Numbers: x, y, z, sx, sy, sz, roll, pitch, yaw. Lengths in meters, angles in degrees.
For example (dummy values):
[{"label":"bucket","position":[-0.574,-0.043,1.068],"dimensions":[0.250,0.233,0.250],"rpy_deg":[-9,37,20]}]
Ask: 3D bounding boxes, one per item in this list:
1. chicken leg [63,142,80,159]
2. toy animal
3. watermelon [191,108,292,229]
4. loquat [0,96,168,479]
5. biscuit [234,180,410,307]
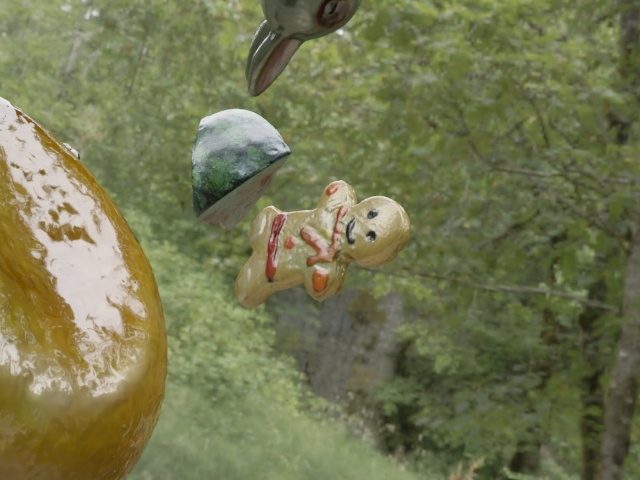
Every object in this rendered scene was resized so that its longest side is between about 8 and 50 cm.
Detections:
[{"label":"chicken leg","position":[-0.462,-0.141,1.620],"dimensions":[0.178,0.070,0.093],"rpy_deg":[42,-19,56]},{"label":"toy animal","position":[-0.009,-0.241,0.769],"dimensions":[0.108,0.138,0.236],"rpy_deg":[-1,-51,-8]},{"label":"watermelon","position":[-0.162,-0.111,1.438],"dimensions":[0.136,0.202,0.207],"rpy_deg":[4,35,-34]},{"label":"loquat","position":[-0.223,0.057,0.451],"dimensions":[0.276,0.276,0.284],"rpy_deg":[8,10,18]},{"label":"biscuit","position":[0.000,0.000,1.074],"dimensions":[0.234,0.153,0.030],"rpy_deg":[-9,-30,36]}]
